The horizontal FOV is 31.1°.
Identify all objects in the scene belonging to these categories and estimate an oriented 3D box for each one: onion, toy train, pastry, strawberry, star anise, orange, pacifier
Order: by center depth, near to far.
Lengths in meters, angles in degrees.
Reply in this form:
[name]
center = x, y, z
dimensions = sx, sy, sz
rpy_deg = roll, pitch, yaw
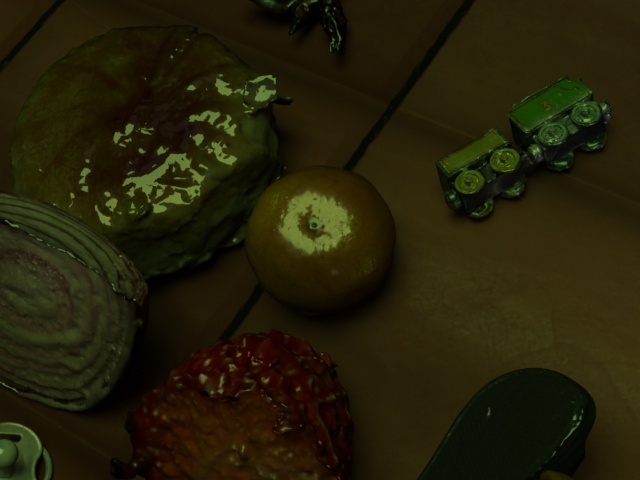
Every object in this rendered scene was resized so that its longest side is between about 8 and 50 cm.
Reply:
[strawberry]
center = -0.054, 0.178, 1.068
dimensions = 0.234, 0.234, 0.178
rpy_deg = 12, 33, 20
[pacifier]
center = -0.308, 0.220, 1.139
dimensions = 0.082, 0.078, 0.099
rpy_deg = 2, 56, -10
[onion]
center = -0.282, 0.050, 1.163
dimensions = 0.250, 0.247, 0.111
rpy_deg = 30, 45, 2
[orange]
center = 0.000, 0.000, 1.175
dimensions = 0.155, 0.134, 0.154
rpy_deg = 0, 80, 3
[toy train]
center = 0.213, -0.099, 1.220
dimensions = 0.202, 0.060, 0.081
rpy_deg = -30, 50, -6
[pastry]
center = -0.200, -0.098, 1.272
dimensions = 0.330, 0.136, 0.329
rpy_deg = -5, 59, 9
[star anise]
center = -0.022, -0.313, 1.410
dimensions = 0.157, 0.053, 0.212
rpy_deg = 7, 63, 16

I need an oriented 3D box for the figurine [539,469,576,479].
[figurine]
center = 0.187, 0.315, 0.810
dimensions = 0.387, 0.401, 0.268
rpy_deg = -30, 37, -12

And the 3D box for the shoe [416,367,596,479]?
[shoe]
center = 0.157, 0.221, 1.028
dimensions = 0.241, 0.093, 0.108
rpy_deg = -51, 41, 6
